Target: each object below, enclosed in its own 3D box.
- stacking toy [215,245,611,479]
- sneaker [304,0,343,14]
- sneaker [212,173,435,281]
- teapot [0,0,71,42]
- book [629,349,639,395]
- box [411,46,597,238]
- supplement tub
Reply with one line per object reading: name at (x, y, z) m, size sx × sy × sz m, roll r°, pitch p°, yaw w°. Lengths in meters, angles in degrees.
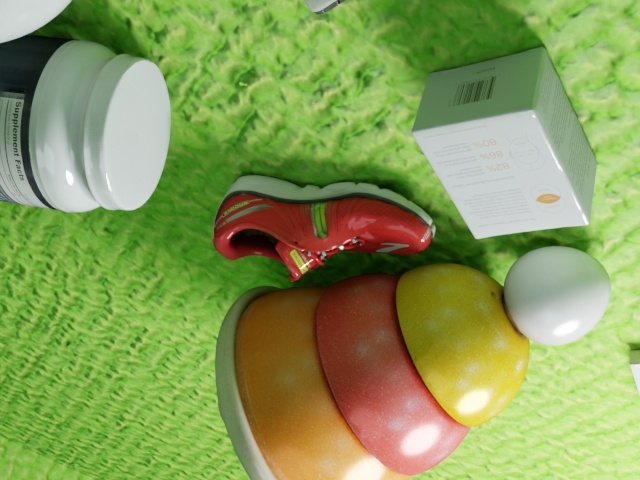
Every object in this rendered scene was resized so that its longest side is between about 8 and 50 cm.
stacking toy at (0.142, 0.146, 1.257) m, size 0.480 × 0.350 × 0.350 m, roll -26°, pitch 128°, yaw 24°
sneaker at (0.045, -0.296, 0.818) m, size 0.124 × 0.107 × 0.283 m, roll 43°, pitch 138°, yaw -22°
sneaker at (0.000, 0.000, 1.217) m, size 0.279 × 0.118 × 0.107 m, roll 4°, pitch 143°, yaw 20°
teapot at (-0.278, -0.304, 0.893) m, size 0.256 × 0.187 × 0.252 m, roll 26°, pitch 134°, yaw 38°
book at (0.476, 0.193, 1.341) m, size 0.096 × 0.035 × 0.144 m, roll -7°, pitch 136°, yaw 26°
box at (0.192, -0.094, 1.026) m, size 0.130 × 0.091 × 0.170 m, roll -8°, pitch 137°, yaw 32°
supplement tub at (-0.326, -0.134, 1.122) m, size 0.272 × 0.191 × 0.191 m, roll 9°, pitch 144°, yaw 14°
